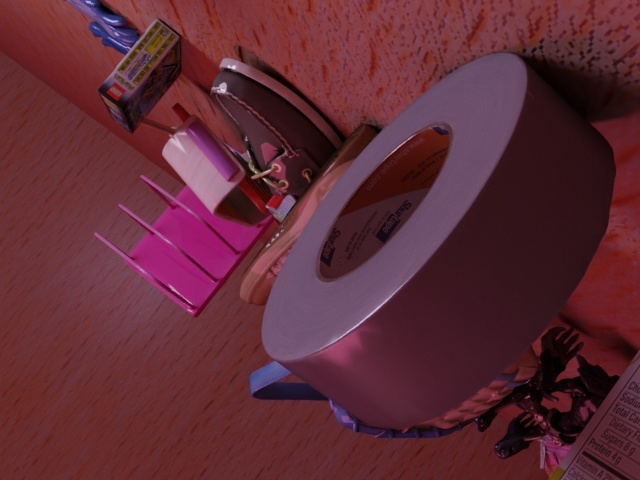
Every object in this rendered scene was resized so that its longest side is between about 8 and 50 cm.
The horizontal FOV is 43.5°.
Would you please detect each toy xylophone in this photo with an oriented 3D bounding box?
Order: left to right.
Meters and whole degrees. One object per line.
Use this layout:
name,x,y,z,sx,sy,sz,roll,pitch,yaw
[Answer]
toy xylophone,-0.160,-0.117,1.226,0.236,0.081,0.323,48,-176,1

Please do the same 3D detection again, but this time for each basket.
basket,0.090,0.138,0.955,0.255,0.289,0.201,10,-127,-39

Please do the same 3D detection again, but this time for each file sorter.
file sorter,-0.247,-0.047,1.519,0.202,0.290,0.182,34,170,25

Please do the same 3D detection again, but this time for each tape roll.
tape roll,0.061,-0.002,0.471,0.072,0.219,0.219,39,173,-17

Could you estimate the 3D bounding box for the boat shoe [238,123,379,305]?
boat shoe,0.000,0.000,0.839,0.089,0.104,0.285,36,139,-4

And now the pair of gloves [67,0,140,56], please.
pair of gloves,-0.297,-0.298,1.148,0.159,0.023,0.198,36,173,24

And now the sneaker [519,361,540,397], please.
sneaker,0.288,0.197,1.357,0.083,0.084,0.215,47,170,-35

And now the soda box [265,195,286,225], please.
soda box,0.000,-0.027,1.197,0.083,0.092,0.263,35,173,14

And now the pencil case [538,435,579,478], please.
pencil case,0.458,0.357,1.279,0.386,0.167,0.160,66,-177,-77

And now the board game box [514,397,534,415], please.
board game box,0.354,0.272,1.638,0.194,0.060,0.194,40,173,-40

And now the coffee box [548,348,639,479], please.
coffee box,0.318,0.246,0.377,0.338,0.334,0.338,37,176,-17

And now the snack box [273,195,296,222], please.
snack box,0.020,-0.029,1.044,0.141,0.100,0.037,40,173,-33

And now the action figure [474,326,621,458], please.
action figure,0.303,0.182,0.938,0.164,0.141,0.276,46,146,-11

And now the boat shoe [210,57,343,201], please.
boat shoe,-0.022,-0.083,0.910,0.109,0.091,0.305,29,171,49

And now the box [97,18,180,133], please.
box,-0.229,-0.205,1.035,0.036,0.114,0.207,38,174,-7
